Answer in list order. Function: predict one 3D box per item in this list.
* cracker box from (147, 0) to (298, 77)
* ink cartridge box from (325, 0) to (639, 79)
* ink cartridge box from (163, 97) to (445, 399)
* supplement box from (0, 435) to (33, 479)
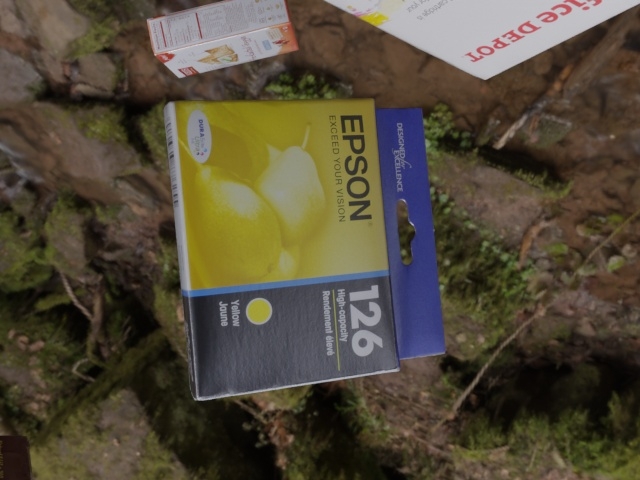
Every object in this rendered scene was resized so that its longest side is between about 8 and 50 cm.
[{"bbox_3d":[-0.161,-0.353,1.157,0.232,0.067,0.156,-12,180,3],"label":"cracker box"},{"bbox_3d":[0.063,-0.225,0.351,0.233,0.168,0.171,20,168,-22],"label":"ink cartridge box"},{"bbox_3d":[0.000,0.000,0.731,0.307,0.303,0.072,-6,180,-16],"label":"ink cartridge box"},{"bbox_3d":[-0.313,0.178,0.422,0.239,0.073,0.130,9,-176,-26],"label":"supplement box"}]
